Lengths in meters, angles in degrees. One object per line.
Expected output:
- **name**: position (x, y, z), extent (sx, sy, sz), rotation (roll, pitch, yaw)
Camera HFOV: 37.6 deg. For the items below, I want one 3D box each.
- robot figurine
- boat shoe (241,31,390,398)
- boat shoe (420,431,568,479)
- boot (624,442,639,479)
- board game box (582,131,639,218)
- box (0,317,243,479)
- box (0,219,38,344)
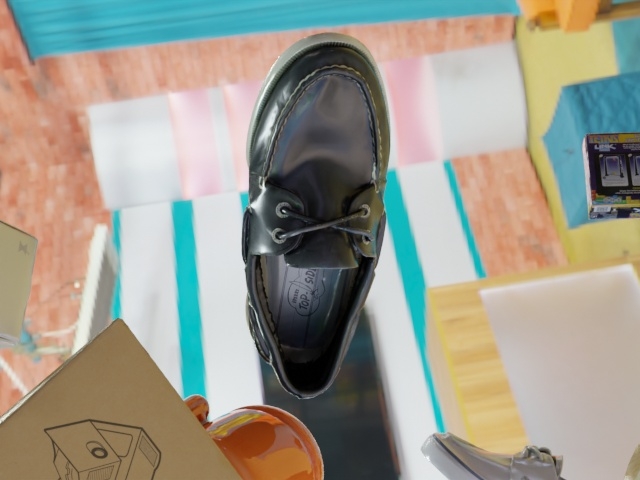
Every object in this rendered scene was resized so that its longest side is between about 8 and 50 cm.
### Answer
- **robot figurine**: position (-0.074, 0.220, 0.835), extent (0.219, 0.158, 0.128), rotation (-10, -70, -67)
- **boat shoe**: position (-0.004, 0.000, 0.784), extent (0.113, 0.127, 0.340), rotation (-106, 25, -48)
- **boat shoe**: position (0.238, 0.268, 1.034), extent (0.084, 0.258, 0.095), rotation (-62, -8, 3)
- **boot**: position (0.698, 0.379, 1.729), extent (0.211, 0.295, 0.104), rotation (25, -170, -42)
- **board game box**: position (0.514, -0.105, 1.514), extent (0.048, 0.170, 0.141), rotation (76, -164, -58)
- **box**: position (-0.163, 0.178, 0.643), extent (0.021, 0.201, 0.164), rotation (-16, 112, 50)
- **box**: position (-0.417, 0.040, 0.909), extent (0.094, 0.275, 0.113), rotation (39, -129, -60)
